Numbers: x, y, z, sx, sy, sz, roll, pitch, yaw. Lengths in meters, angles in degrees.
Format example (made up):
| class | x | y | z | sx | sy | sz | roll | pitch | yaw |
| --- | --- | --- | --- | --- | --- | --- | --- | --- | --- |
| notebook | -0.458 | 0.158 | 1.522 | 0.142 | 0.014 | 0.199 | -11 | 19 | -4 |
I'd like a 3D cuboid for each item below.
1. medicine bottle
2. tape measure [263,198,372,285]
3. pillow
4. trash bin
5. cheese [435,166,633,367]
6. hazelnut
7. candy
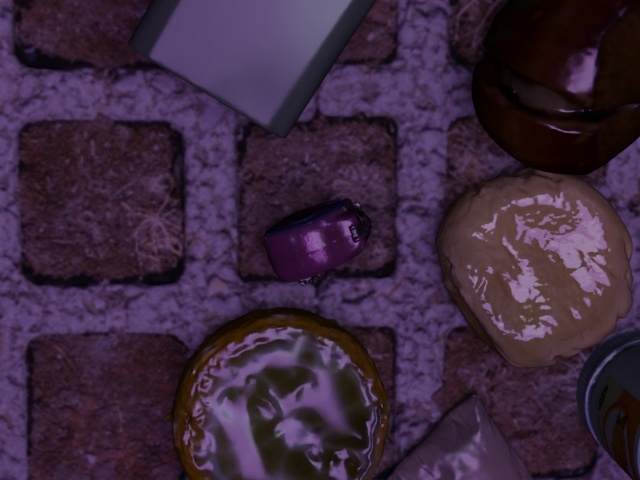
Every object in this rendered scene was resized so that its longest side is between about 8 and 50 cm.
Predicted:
| class | x | y | z | sx | sy | sz | roll | pitch | yaw |
| --- | --- | --- | --- | --- | --- | --- | --- | --- | --- |
| medicine bottle | 0.397 | 0.207 | 1.708 | 0.158 | 0.318 | 0.158 | -1 | 98 | -5 |
| tape measure | 0.000 | 0.000 | 1.746 | 0.125 | 0.118 | 0.074 | -23 | 98 | 3 |
| pillow | 0.190 | 0.337 | 1.840 | 0.173 | 0.067 | 0.270 | -36 | 100 | -4 |
| trash bin | -0.038 | -0.310 | 1.672 | 0.223 | 0.158 | 0.343 | 31 | 96 | -9 |
| cheese | 0.251 | 0.025 | 1.772 | 0.214 | 0.117 | 0.226 | -29 | 99 | -3 |
| hazelnut | 0.281 | -0.201 | 1.700 | 0.217 | 0.217 | 0.252 | 17 | 111 | -7 |
| candy | -0.045 | 0.204 | 1.779 | 0.259 | 0.118 | 0.260 | -1 | 96 | -9 |
